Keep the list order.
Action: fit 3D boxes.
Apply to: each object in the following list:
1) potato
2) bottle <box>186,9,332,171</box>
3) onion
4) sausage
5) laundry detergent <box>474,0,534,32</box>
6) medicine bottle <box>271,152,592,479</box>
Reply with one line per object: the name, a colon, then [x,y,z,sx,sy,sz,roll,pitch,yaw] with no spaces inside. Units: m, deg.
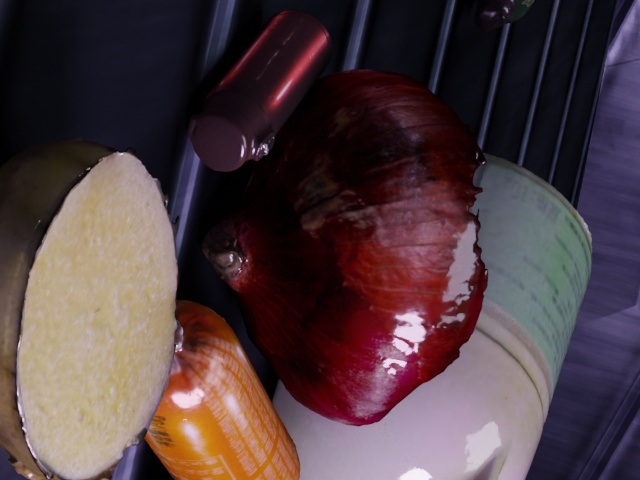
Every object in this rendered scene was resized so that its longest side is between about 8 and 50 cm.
potato: [-0.144,0.035,1.012,0.164,0.081,0.200,-53,151,-41]
bottle: [-0.041,-0.103,1.329,0.164,0.060,0.060,-57,156,-53]
onion: [0.000,0.000,1.411,0.272,0.195,0.272,-173,-90,-68]
sausage: [-0.081,0.117,1.308,0.312,0.093,0.093,69,36,-66]
laundry detergent: [0.217,-0.324,2.134,0.144,0.078,0.222,87,23,-45]
medicine bottle: [0.084,0.134,1.684,0.236,0.235,0.406,88,20,-47]
